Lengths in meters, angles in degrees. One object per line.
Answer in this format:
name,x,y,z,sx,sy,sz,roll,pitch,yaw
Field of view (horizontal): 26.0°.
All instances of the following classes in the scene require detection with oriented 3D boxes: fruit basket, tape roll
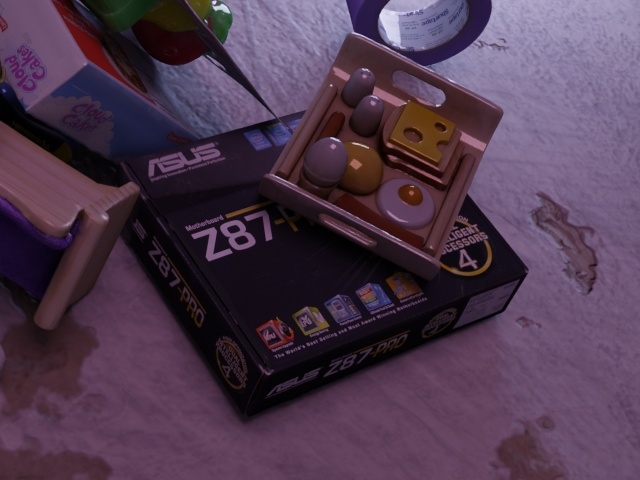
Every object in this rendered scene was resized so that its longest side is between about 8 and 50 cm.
fruit basket,-0.190,-0.308,1.600,0.165,0.353,0.327,-47,50,1
tape roll,0.131,-0.326,1.864,0.189,0.189,0.080,2,52,-20

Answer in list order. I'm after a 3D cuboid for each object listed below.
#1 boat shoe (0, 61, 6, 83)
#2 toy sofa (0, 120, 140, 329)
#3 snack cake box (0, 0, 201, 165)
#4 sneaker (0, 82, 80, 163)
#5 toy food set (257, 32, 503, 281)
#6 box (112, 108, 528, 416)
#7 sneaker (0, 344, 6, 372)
boat shoe,-0.386,-0.203,1.417,0.109,0.091,0.305,14,29,-34
toy sofa,-0.390,-0.065,1.443,0.362,0.150,0.177,33,25,5
snack cake box,-0.257,-0.180,1.558,0.152,0.089,0.264,58,11,25
sneaker,-0.340,-0.150,1.631,0.144,0.053,0.059,38,49,-1
toy food set,0.079,-0.108,1.610,0.220,0.092,0.306,27,46,1
box,0.000,0.000,1.613,0.395,0.097,0.318,-18,58,-33
sneaker,-0.399,0.060,1.429,0.212,0.080,0.094,34,33,6
